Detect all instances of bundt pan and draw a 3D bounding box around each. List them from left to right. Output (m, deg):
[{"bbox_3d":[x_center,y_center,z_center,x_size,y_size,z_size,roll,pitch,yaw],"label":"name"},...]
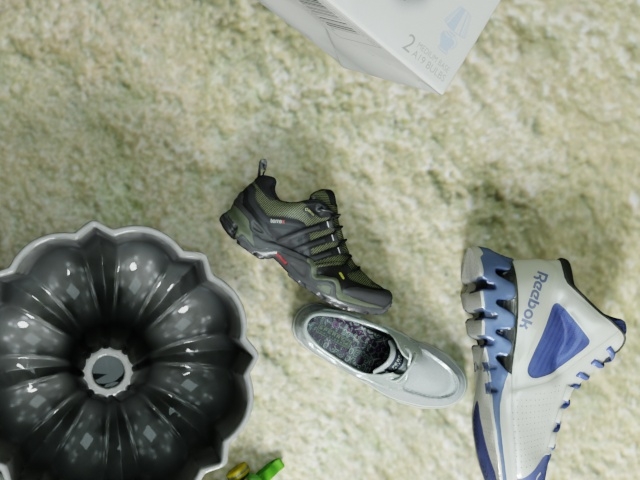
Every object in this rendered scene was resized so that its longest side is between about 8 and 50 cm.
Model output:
[{"bbox_3d":[-0.239,0.140,1.456,0.331,0.124,0.330,0,92,-7],"label":"bundt pan"}]

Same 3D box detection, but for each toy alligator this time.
[{"bbox_3d":[-0.121,0.318,1.509,0.190,0.051,0.056,-34,94,-5],"label":"toy alligator"}]

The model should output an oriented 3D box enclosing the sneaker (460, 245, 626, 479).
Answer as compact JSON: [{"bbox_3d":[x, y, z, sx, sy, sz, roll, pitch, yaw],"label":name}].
[{"bbox_3d":[0.273,0.157,1.519,0.182,0.127,0.315,-4,90,-5],"label":"sneaker"}]

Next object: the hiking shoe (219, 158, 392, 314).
[{"bbox_3d":[0.000,0.000,1.502,0.227,0.086,0.114,32,90,-6],"label":"hiking shoe"}]

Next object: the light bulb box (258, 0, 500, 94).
[{"bbox_3d":[0.053,-0.409,1.369,0.358,0.225,0.361,33,87,-35],"label":"light bulb box"}]

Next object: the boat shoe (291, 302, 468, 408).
[{"bbox_3d":[0.072,0.141,1.515,0.228,0.081,0.079,24,88,-7],"label":"boat shoe"}]

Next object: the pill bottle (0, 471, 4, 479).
[{"bbox_3d":[-0.352,0.333,1.447,0.118,0.117,0.208,-40,96,-5],"label":"pill bottle"}]
